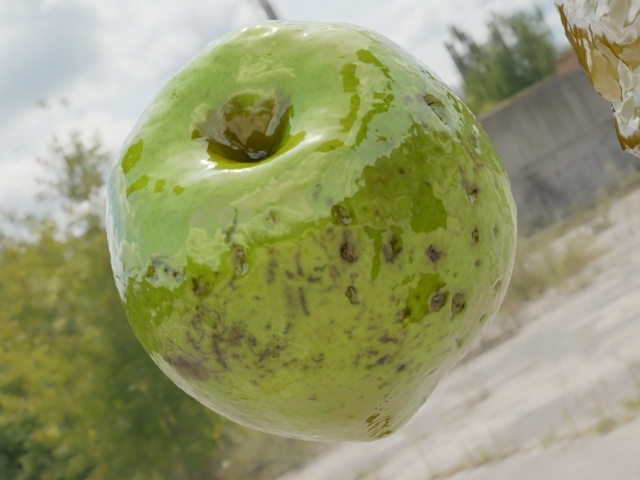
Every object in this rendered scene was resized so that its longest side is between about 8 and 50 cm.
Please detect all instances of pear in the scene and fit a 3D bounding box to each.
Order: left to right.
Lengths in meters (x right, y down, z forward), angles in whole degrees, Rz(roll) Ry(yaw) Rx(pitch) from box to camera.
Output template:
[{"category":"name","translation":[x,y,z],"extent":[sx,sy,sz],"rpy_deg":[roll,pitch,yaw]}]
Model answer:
[{"category":"pear","translation":[0.000,0.000,1.472],"extent":[0.391,0.391,0.391],"rpy_deg":[-29,-2,-1]}]

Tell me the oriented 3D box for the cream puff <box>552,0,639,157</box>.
[{"category":"cream puff","translation":[0.261,-0.166,0.736],"extent":[0.327,0.231,0.343],"rpy_deg":[124,159,-43]}]
